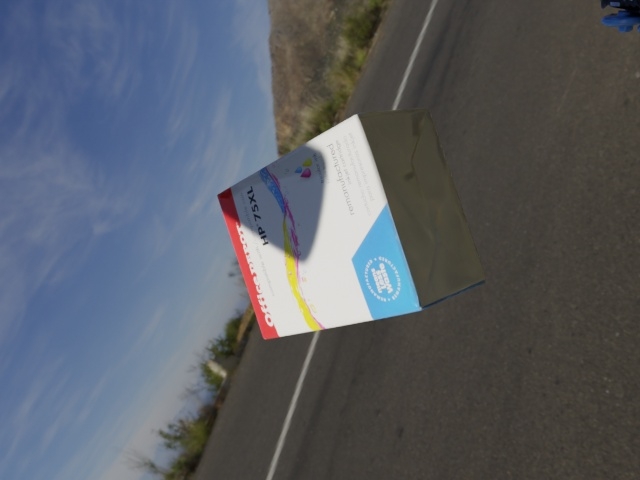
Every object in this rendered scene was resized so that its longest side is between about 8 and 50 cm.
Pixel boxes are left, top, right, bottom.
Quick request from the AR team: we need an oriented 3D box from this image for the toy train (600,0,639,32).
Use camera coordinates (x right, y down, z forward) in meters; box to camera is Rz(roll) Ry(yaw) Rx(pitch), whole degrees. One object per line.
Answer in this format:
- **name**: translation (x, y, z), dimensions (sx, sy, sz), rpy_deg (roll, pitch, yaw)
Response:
- **toy train**: translation (0.322, -0.217, 0.526), dimensions (0.184, 0.105, 0.080), rpy_deg (-123, 20, -62)

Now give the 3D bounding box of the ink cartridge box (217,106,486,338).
- **ink cartridge box**: translation (0.000, 0.000, 0.494), dimensions (0.078, 0.134, 0.231), rpy_deg (-16, -3, -40)
